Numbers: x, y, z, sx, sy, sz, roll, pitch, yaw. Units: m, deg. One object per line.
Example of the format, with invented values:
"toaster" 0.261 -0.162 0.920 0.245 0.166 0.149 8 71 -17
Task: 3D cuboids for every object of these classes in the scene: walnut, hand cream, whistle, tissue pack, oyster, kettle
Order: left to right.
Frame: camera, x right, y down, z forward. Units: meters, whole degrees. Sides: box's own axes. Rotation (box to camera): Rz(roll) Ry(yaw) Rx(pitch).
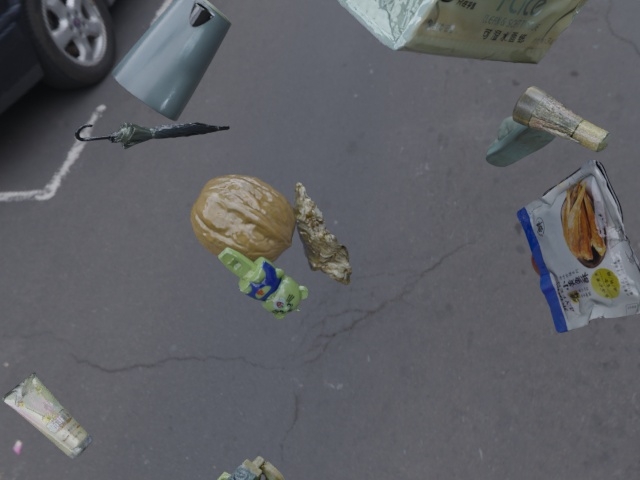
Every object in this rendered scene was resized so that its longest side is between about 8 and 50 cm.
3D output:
"hand cream" -0.405 0.267 0.816 0.039 0.143 0.061 -36 10 37
"kettle" -0.302 -0.401 1.158 0.243 0.160 0.210 -51 12 7
"walnut" -0.186 -0.046 1.327 0.261 0.225 0.225 29 61 3
"whistle" -0.126 0.091 1.185 0.105 0.227 0.085 -42 25 18
"oyster" -0.005 0.001 1.585 0.110 0.341 0.166 -27 34 -11
"tissue pack" 0.213 -0.465 0.907 0.404 0.205 0.332 -13 57 -38
"hand cream" 0.513 -0.248 1.143 0.203 0.084 0.084 38 69 25

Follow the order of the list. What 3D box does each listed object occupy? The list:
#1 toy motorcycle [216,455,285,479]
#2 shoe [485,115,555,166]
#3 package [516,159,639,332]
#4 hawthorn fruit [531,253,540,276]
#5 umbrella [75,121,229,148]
"toy motorcycle" -0.078 0.644 1.193 0.410 0.237 0.168 19 35 24
"shoe" 0.527 -0.283 1.424 0.103 0.251 0.100 11 68 -16
"package" 0.301 0.015 0.635 0.027 0.173 0.171 -11 74 -15
"hawthorn fruit" 0.544 0.043 1.182 0.132 0.133 0.138 -35 84 -13
"umbrella" -0.247 -0.161 0.820 0.044 0.044 0.269 47 34 21
